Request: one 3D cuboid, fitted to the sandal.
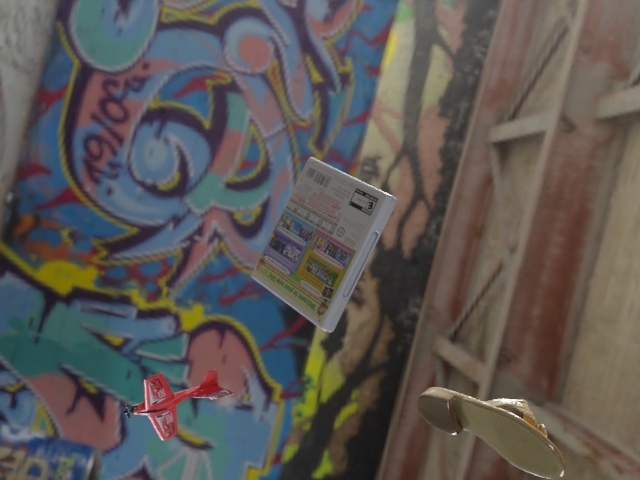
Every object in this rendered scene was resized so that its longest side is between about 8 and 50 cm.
[{"bbox_3d":[0.246,0.237,1.466,0.079,0.240,0.088,-34,125,-35],"label":"sandal"}]

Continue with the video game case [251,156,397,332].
[{"bbox_3d":[0.000,0.000,1.465,0.212,0.023,0.193,31,-84,55],"label":"video game case"}]

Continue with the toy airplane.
[{"bbox_3d":[-0.193,0.213,1.468,0.151,0.151,0.028,108,-27,-42],"label":"toy airplane"}]
